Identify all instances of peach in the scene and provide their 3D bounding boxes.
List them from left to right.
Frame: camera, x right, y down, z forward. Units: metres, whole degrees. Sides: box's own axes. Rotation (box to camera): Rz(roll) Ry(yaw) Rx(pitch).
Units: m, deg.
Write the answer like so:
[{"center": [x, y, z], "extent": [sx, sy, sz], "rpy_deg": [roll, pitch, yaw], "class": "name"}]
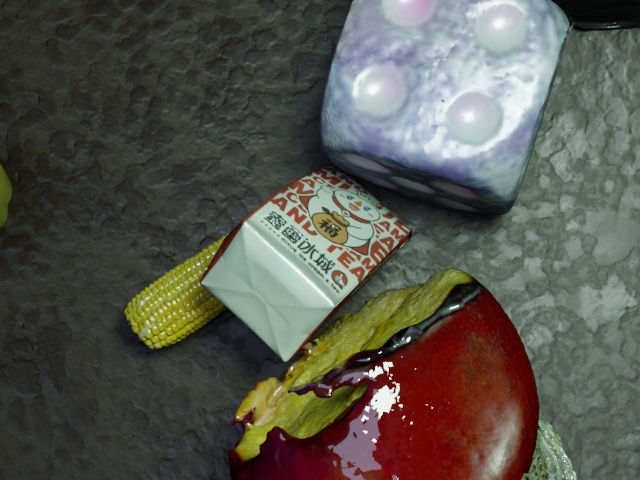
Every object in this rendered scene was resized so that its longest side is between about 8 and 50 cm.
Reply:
[{"center": [0.087, 0.223, 1.393], "extent": [0.353, 0.339, 0.417], "rpy_deg": [20, 82, -21], "class": "peach"}]

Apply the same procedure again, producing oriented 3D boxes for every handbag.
[{"center": [0.000, 0.000, 1.471], "extent": [0.171, 0.298, 0.151], "rpy_deg": [43, 134, 4], "class": "handbag"}]

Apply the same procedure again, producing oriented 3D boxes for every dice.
[{"center": [0.163, -0.198, 1.465], "extent": [0.271, 0.270, 0.270], "rpy_deg": [18, 85, 9], "class": "dice"}]

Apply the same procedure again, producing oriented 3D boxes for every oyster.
[{"center": [0.286, 0.321, 1.484], "extent": [0.125, 0.064, 0.177], "rpy_deg": [23, 96, 25], "class": "oyster"}]

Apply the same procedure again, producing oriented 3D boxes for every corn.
[{"center": [-0.160, 0.061, 1.562], "extent": [0.244, 0.093, 0.093], "rpy_deg": [-35, 79, 2], "class": "corn"}]

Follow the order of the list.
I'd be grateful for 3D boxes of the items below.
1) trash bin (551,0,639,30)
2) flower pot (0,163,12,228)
[{"center": [0.395, -0.459, 1.506], "extent": [0.252, 0.203, 0.302], "rpy_deg": [0, 82, -14], "class": "trash bin"}, {"center": [-0.540, -0.074, 1.591], "extent": [0.195, 0.179, 0.195], "rpy_deg": [-1, 82, 6], "class": "flower pot"}]
